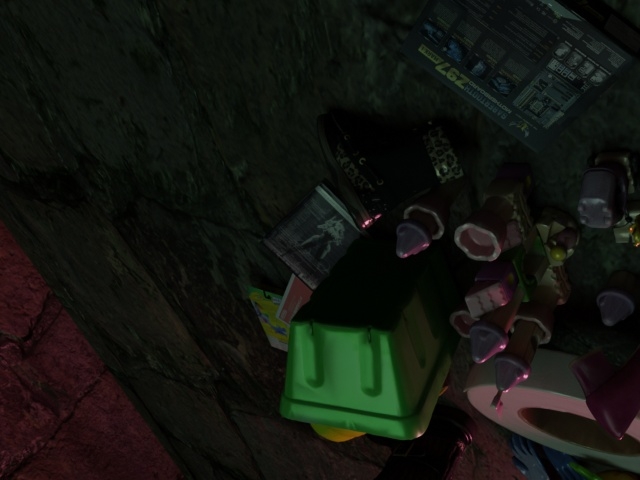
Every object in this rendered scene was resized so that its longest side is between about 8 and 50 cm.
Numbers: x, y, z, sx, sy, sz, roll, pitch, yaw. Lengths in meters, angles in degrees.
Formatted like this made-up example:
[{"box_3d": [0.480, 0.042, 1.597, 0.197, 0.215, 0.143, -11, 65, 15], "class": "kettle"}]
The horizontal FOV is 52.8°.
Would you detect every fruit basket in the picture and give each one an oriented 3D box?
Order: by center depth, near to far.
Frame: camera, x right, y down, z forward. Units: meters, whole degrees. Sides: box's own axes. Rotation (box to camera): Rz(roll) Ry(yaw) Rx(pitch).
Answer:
[{"box_3d": [0.091, 0.221, 1.135, 0.282, 0.392, 0.392, 3, 133, 25], "class": "fruit basket"}]

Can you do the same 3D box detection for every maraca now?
[{"box_3d": [0.545, 0.466, 1.182, 0.185, 0.099, 0.127, 34, 169, 7], "class": "maraca"}]

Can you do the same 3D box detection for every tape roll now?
[{"box_3d": [0.442, 0.292, 1.087, 0.391, 0.072, 0.392, 21, 159, 9], "class": "tape roll"}]

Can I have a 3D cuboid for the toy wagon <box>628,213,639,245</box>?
[{"box_3d": [0.497, 0.067, 0.698, 0.344, 0.267, 0.068, 29, 144, 16], "class": "toy wagon"}]

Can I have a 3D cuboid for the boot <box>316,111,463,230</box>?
[{"box_3d": [0.099, -0.137, 0.986, 0.178, 0.236, 0.085, -25, 140, 8], "class": "boot"}]

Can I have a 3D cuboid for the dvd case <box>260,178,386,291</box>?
[{"box_3d": [0.000, 0.000, 1.260, 0.164, 0.018, 0.221, 43, 131, -7], "class": "dvd case"}]

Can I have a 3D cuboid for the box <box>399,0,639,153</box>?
[{"box_3d": [0.234, -0.236, 0.779, 0.232, 0.059, 0.183, 37, 146, 1], "class": "box"}]

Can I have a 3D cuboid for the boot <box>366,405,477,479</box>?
[{"box_3d": [0.179, 0.510, 1.514, 0.348, 0.260, 0.131, -16, 119, 50], "class": "boot"}]

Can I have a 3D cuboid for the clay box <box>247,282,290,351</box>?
[{"box_3d": [-0.091, 0.188, 1.580, 0.127, 0.053, 0.222, 13, 137, 32], "class": "clay box"}]

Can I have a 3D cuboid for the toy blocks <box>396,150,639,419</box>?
[{"box_3d": [0.276, 0.064, 0.908, 0.308, 0.260, 0.289, 1, 131, 42], "class": "toy blocks"}]

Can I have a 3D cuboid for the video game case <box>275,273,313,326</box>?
[{"box_3d": [0.044, 0.184, 1.404, 0.285, 0.025, 0.204, 32, 139, 8], "class": "video game case"}]

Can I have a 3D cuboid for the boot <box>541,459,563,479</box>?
[{"box_3d": [0.524, 0.516, 1.387, 0.084, 0.059, 0.158, 41, 154, -9], "class": "boot"}]

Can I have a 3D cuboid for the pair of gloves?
[{"box_3d": [0.469, 0.452, 1.335, 0.159, 0.023, 0.198, 57, 148, 26], "class": "pair of gloves"}]

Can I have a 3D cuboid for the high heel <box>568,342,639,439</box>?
[{"box_3d": [0.473, 0.169, 0.874, 0.082, 0.244, 0.117, 64, -178, -57], "class": "high heel"}]

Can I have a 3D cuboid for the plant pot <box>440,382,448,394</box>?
[{"box_3d": [0.197, 0.323, 1.417, 0.095, 0.134, 0.134, 52, 151, 21], "class": "plant pot"}]
